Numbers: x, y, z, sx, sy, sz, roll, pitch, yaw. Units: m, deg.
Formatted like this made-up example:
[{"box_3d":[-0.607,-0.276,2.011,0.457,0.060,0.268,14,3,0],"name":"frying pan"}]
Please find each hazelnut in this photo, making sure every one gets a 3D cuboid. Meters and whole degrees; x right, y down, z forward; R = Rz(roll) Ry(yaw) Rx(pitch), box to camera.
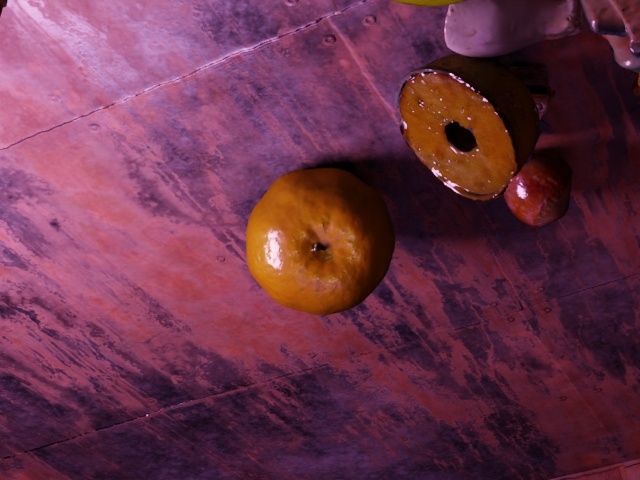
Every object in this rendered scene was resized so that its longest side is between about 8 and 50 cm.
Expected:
[{"box_3d":[0.398,-0.095,1.960,0.143,0.143,0.154,-11,159,9],"name":"hazelnut"}]

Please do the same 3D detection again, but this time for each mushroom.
[{"box_3d":[0.302,-0.339,1.647,0.225,0.093,0.116,5,121,-3],"name":"mushroom"}]

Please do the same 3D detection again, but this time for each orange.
[{"box_3d":[0.000,0.000,1.949,0.278,0.235,0.279,0,101,-2],"name":"orange"}]

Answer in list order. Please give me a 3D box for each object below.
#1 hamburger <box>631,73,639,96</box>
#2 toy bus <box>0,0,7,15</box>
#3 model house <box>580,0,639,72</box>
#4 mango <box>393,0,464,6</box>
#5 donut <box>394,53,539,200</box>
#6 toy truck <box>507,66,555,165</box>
[{"box_3d":[0.596,-0.280,1.657,0.237,0.237,0.149,-26,116,28],"name":"hamburger"},{"box_3d":[-0.518,-0.372,1.492,0.126,0.136,0.209,1,145,-6],"name":"toy bus"},{"box_3d":[0.521,-0.388,1.470,0.312,0.245,0.280,-27,140,23],"name":"model house"},{"box_3d":[0.110,-0.421,1.466,0.342,0.156,0.192,5,135,-5],"name":"mango"},{"box_3d":[0.248,-0.195,1.744,0.107,0.272,0.272,-42,154,-26],"name":"donut"},{"box_3d":[0.340,-0.208,1.827,0.083,0.092,0.192,2,143,-7],"name":"toy truck"}]
